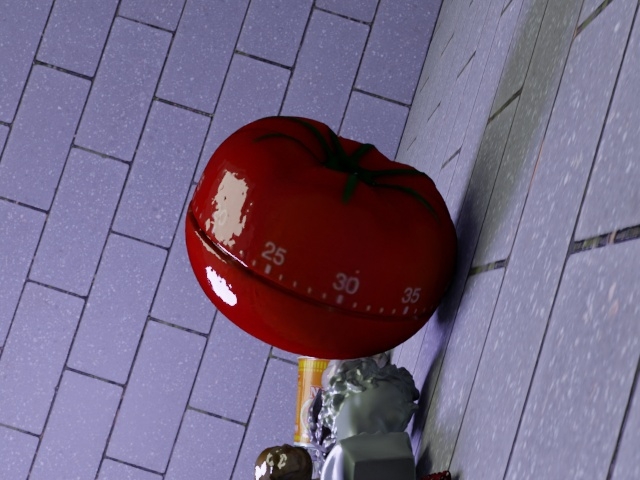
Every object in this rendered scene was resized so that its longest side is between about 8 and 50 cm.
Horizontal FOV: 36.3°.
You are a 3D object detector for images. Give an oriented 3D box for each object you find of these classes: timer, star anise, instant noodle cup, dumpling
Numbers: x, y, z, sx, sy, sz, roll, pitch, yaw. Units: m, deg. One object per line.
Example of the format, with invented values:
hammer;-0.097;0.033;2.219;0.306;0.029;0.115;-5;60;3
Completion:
timer;0.000;0.000;1.362;0.378;0.378;0.279;-74;6;-71
star anise;0.017;0.379;1.771;0.180;0.061;0.205;180;84;-68
instant noodle cup;0.013;0.347;2.040;0.168;0.168;0.185;109;171;-75
dumpling;0.064;0.249;1.814;0.136;0.118;0.199;-55;17;-11

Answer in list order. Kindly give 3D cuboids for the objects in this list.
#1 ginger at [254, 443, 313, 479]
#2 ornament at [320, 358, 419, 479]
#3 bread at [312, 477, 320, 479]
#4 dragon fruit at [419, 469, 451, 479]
ginger;-0.035;0.416;1.088;0.256;0.176;0.375;158;113;-88
ornament;0.057;0.249;1.206;0.285;0.130;0.120;-75;-11;-68
bread;-0.019;0.523;1.639;0.142;0.178;0.266;30;112;51
dragon fruit;0.095;0.284;0.962;0.097;0.063;0.131;-36;-9;-19
